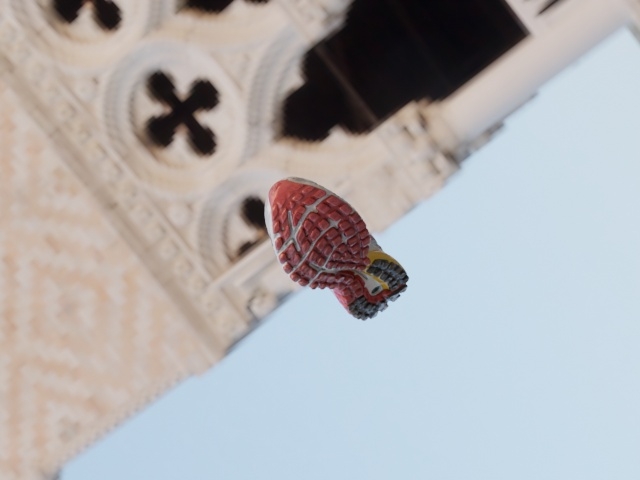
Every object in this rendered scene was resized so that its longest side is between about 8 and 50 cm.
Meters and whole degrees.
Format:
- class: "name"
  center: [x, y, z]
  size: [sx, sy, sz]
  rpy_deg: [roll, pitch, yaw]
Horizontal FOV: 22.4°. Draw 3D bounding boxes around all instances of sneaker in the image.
- class: "sneaker"
  center: [0.000, 0.000, 1.535]
  size: [0.092, 0.088, 0.225]
  rpy_deg: [50, -179, 34]
